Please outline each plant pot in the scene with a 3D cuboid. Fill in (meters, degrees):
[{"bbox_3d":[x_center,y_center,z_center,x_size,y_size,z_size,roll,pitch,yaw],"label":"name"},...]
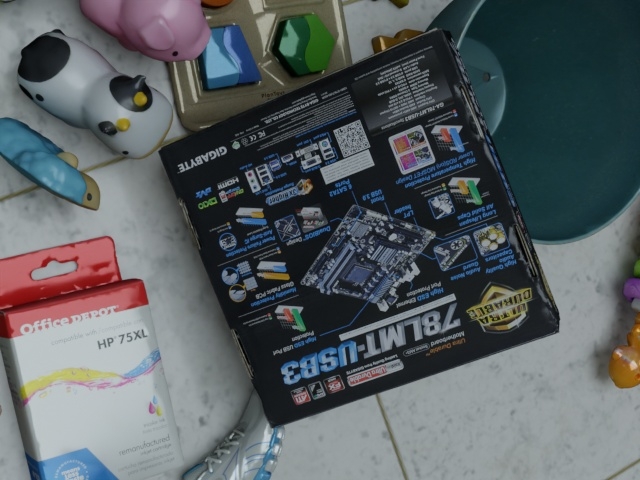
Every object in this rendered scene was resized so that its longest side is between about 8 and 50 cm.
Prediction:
[{"bbox_3d":[0.201,-0.152,1.086,0.290,0.195,0.290,-5,101,-27],"label":"plant pot"}]

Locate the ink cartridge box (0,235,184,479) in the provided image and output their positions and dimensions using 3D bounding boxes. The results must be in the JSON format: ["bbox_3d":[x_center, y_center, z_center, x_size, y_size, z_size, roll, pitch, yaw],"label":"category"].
[{"bbox_3d":[-0.225,0.118,0.951,0.134,0.078,0.231,-14,94,-25],"label":"ink cartridge box"}]

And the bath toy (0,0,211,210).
[{"bbox_3d":[-0.172,-0.202,0.932,0.151,0.129,0.348,30,83,-15],"label":"bath toy"}]

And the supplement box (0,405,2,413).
[{"bbox_3d":[-0.370,0.236,0.880,0.078,0.080,0.233,29,75,-21],"label":"supplement box"}]

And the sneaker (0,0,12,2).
[{"bbox_3d":[-0.197,-0.318,0.822,0.147,0.385,0.145,15,53,-64],"label":"sneaker"}]

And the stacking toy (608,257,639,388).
[{"bbox_3d":[0.448,0.055,1.248,0.175,0.166,0.302,36,85,-34],"label":"stacking toy"}]

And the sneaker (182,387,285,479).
[{"bbox_3d":[-0.094,0.232,1.016,0.083,0.071,0.190,19,80,-18],"label":"sneaker"}]

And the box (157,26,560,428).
[{"bbox_3d":[0.035,-0.006,0.941,0.296,0.073,0.293,-22,95,16],"label":"box"}]

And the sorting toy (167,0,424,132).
[{"bbox_3d":[-0.025,-0.252,1.079,0.307,0.041,0.229,-14,94,-25],"label":"sorting toy"}]
